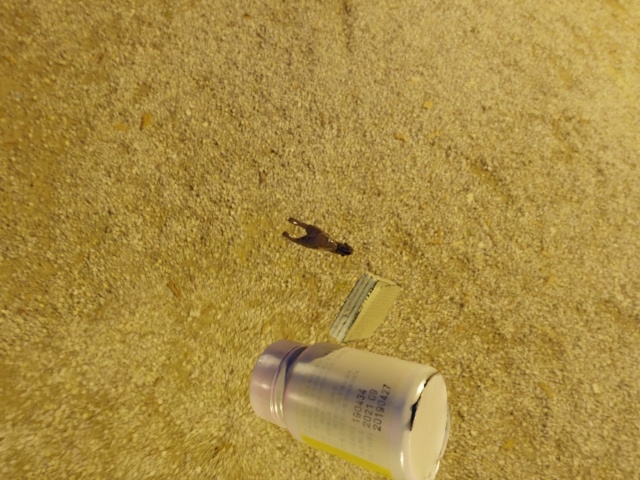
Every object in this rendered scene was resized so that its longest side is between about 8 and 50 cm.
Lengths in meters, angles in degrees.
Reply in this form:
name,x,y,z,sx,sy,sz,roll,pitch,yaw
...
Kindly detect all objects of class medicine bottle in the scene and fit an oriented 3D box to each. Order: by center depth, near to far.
name,x,y,z,sx,sy,sz,roll,pitch,yaw
medicine bottle,0.052,0.328,0.866,0.379,0.213,0.213,4,58,36

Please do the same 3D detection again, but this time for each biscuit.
name,x,y,z,sx,sy,sz,roll,pitch,yaw
biscuit,0.106,0.147,0.930,0.052,0.252,0.150,30,94,24

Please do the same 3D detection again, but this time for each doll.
name,x,y,z,sx,sy,sz,roll,pitch,yaw
doll,0.000,0.000,0.987,0.165,0.139,0.057,20,88,3
